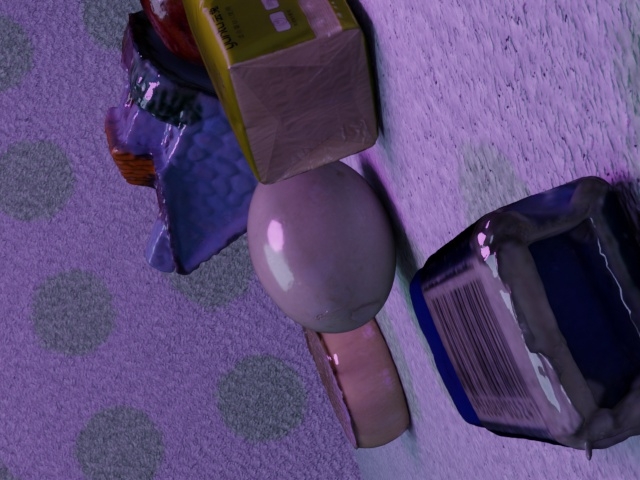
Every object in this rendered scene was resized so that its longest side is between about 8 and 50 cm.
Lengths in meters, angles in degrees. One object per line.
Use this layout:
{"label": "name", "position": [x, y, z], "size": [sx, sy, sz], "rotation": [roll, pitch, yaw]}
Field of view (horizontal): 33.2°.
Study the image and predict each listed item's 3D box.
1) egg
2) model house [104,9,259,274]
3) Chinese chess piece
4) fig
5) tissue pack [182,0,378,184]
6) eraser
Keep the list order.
{"label": "egg", "position": [0.000, 0.000, 1.385], "size": [0.186, 0.186, 0.253], "rotation": [87, 160, -68]}
{"label": "model house", "position": [-0.231, -0.149, 1.776], "size": [0.339, 0.297, 0.360], "rotation": [-65, 26, 22]}
{"label": "Chinese chess piece", "position": [0.062, 0.236, 1.908], "size": [0.270, 0.112, 0.270], "rotation": [159, 90, -83]}
{"label": "fig", "position": [-0.168, -0.374, 1.597], "size": [0.224, 0.223, 0.263], "rotation": [-126, 20, -68]}
{"label": "tissue pack", "position": [-0.059, -0.241, 1.247], "size": [0.200, 0.167, 0.275], "rotation": [79, 168, -53]}
{"label": "eraser", "position": [0.146, 0.062, 0.764], "size": [0.332, 0.101, 0.155], "rotation": [110, 138, -82]}
